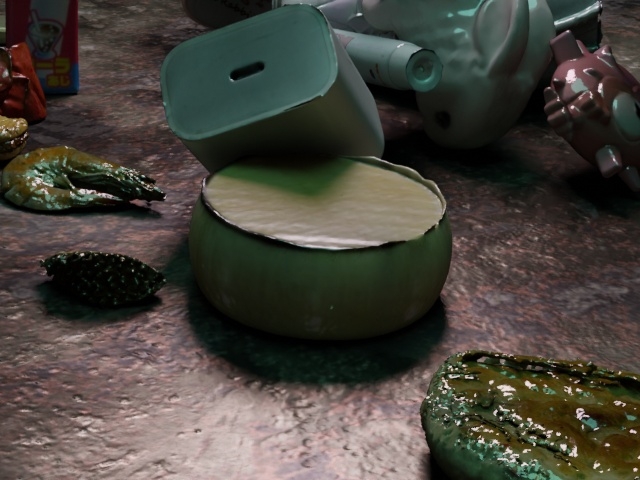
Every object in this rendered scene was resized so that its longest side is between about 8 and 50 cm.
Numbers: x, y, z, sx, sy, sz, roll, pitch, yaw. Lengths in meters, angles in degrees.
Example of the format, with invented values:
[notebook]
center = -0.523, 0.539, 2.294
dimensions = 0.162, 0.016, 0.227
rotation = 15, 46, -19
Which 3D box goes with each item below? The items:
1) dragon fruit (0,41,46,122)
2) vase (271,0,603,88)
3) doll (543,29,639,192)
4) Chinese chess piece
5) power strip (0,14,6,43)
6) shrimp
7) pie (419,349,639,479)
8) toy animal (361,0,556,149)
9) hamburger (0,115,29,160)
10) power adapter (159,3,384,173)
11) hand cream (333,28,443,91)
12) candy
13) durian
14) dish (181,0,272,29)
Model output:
[dragon fruit]
center = -0.442, -0.192, 1.828
dimensions = 0.192, 0.092, 0.122
rotation = -18, 32, -39
[vase]
center = 0.156, -0.322, 2.049
dimensions = 0.446, 0.249, 0.250
rotation = 1, 24, 5
[doll]
center = 0.335, -0.150, 1.760
dimensions = 0.262, 0.093, 0.211
rotation = -1, 62, -53
[Chinese chess piece]
center = 0.000, 0.000, 1.448
dimensions = 0.257, 0.104, 0.257
rotation = 2, 25, -1
[power strip]
center = -0.478, -0.306, 2.155
dimensions = 0.169, 0.028, 0.076
rotation = 1, 25, -10
[shrimp]
center = -0.259, -0.059, 1.630
dimensions = 0.190, 0.042, 0.101
rotation = 8, 45, 9
[pie]
center = 0.211, 0.156, 1.192
dimensions = 0.274, 0.055, 0.274
rotation = 7, 21, -3
[toy animal]
center = 0.177, -0.297, 1.822
dimensions = 0.258, 0.357, 0.194
rotation = -23, -13, 22
[hamburger]
center = -0.385, -0.120, 1.735
dimensions = 0.083, 0.044, 0.076
rotation = 13, 24, 15
[power adapter]
center = -0.038, -0.128, 1.598
dimensions = 0.187, 0.255, 0.124
rotation = -17, 66, 12
[hand cream]
center = 0.049, -0.230, 1.846
dimensions = 0.058, 0.085, 0.331
rotation = -43, 27, -10
[candy]
center = -0.365, -0.360, 1.952
dimensions = 0.100, 0.305, 0.157
rotation = -1, 24, -11
[durian]
center = -0.212, 0.027, 1.423
dimensions = 0.130, 0.052, 0.066
rotation = 7, 22, 9
[dish]
center = -0.100, -0.400, 2.163
dimensions = 0.229, 0.229, 0.081
rotation = -5, 51, -17
